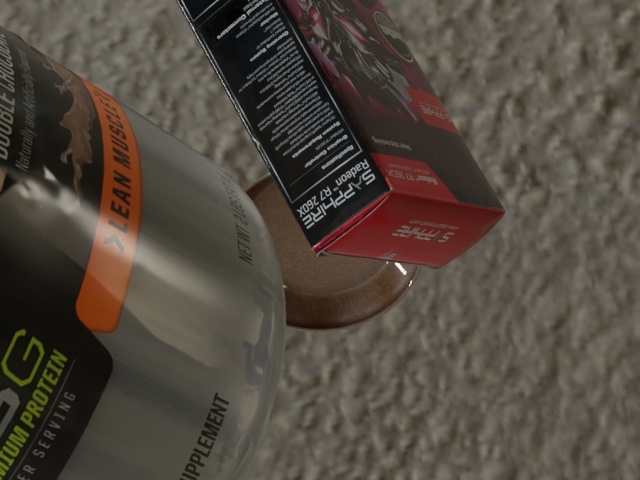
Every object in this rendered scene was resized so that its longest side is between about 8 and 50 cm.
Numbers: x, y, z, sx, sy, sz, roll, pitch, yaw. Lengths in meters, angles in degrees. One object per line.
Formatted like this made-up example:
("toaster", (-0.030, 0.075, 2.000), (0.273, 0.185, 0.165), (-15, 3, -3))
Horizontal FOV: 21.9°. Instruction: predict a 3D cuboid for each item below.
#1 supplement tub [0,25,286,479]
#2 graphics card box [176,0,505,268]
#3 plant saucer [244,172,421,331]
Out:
("supplement tub", (-0.193, -0.005, 0.508), (0.207, 0.338, 0.207), (-31, 43, 34))
("graphics card box", (-0.004, -0.156, 1.412), (0.094, 0.233, 0.371), (-38, 69, 22))
("plant saucer", (0.000, 0.000, 1.590), (0.198, 0.198, 0.036), (-13, 34, 7))
